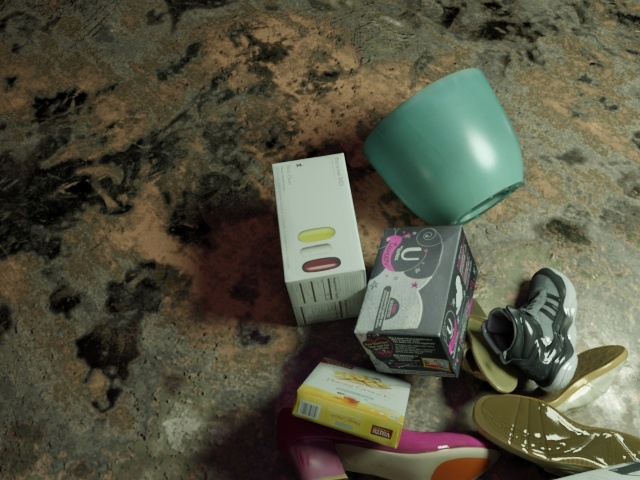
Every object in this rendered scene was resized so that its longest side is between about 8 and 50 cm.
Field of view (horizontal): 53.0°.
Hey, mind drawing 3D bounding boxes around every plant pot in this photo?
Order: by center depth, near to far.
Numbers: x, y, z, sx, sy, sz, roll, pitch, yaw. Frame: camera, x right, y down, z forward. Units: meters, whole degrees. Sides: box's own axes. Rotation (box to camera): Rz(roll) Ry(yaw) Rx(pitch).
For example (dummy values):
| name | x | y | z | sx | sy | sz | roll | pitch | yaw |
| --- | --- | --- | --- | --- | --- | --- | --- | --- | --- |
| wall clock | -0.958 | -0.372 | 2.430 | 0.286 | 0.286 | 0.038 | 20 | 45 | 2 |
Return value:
| name | x | y | z | sx | sy | sz | roll | pitch | yaw |
| --- | --- | --- | --- | --- | --- | --- | --- | --- | --- |
| plant pot | 0.268 | -0.162 | 1.308 | 0.293 | 0.293 | 0.235 | -28 | 78 | -14 |

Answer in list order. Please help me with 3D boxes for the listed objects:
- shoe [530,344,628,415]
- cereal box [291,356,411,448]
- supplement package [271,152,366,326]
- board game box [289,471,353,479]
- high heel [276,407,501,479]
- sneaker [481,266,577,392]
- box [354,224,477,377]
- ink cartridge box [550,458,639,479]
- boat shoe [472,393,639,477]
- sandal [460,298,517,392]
| name | x | y | z | sx | sy | sz | roll | pitch | yaw |
| --- | --- | --- | --- | --- | --- | --- | --- | --- | --- |
| shoe | 0.477 | 0.261 | 1.178 | 0.219 | 0.076 | 0.058 | -27 | 107 | -16 |
| cereal box | 0.061 | 0.266 | 1.090 | 0.173 | 0.240 | 0.047 | 14 | 96 | 9 |
| supplement package | 0.000 | 0.000 | 1.253 | 0.145 | 0.204 | 0.262 | -9 | 60 | 0 |
| board game box | -0.052 | 0.475 | 1.064 | 0.259 | 0.039 | 0.124 | -33 | 50 | -13 |
| high heel | 0.117 | 0.336 | 1.103 | 0.377 | 0.127 | 0.181 | 3 | 31 | -20 |
| sneaker | 0.384 | 0.135 | 1.182 | 0.153 | 0.101 | 0.268 | 25 | 48 | -12 |
| box | 0.180 | 0.106 | 1.182 | 0.163 | 0.142 | 0.247 | -2 | 48 | 28 |
| ink cartridge box | 0.493 | 0.448 | 0.935 | 0.307 | 0.129 | 0.223 | -4 | 83 | -20 |
| boat shoe | 0.400 | 0.351 | 1.093 | 0.302 | 0.098 | 0.109 | 15 | 50 | 5 |
| sandal | 0.290 | 0.210 | 1.206 | 0.088 | 0.079 | 0.240 | 15 | 35 | -23 |
